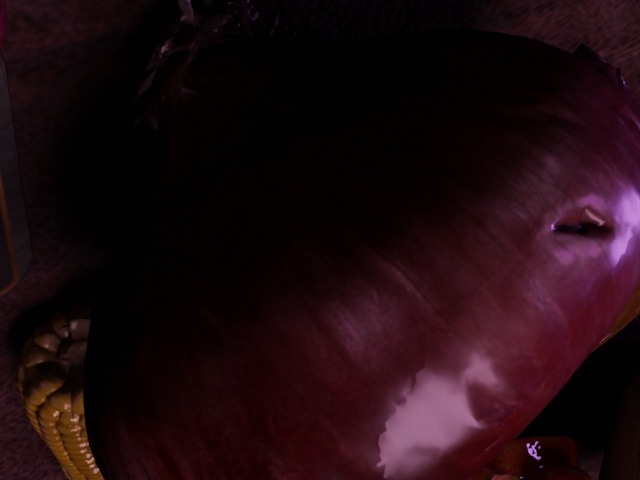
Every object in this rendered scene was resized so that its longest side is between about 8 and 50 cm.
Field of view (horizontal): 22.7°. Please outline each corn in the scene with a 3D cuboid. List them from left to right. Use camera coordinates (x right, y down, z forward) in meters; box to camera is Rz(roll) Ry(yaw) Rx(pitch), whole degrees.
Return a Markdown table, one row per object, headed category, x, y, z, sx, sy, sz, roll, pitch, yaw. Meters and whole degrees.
| category | x | y | z | sx | sy | sz | roll | pitch | yaw |
| --- | --- | --- | --- | --- | --- | --- | --- | --- | --- |
| corn | -0.129 | 0.125 | 1.037 | 0.093 | 0.093 | 0.244 | -25 | 150 | -7 |

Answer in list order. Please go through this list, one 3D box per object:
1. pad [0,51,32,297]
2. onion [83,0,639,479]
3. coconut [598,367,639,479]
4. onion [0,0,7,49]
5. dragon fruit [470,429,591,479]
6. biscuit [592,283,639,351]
| category | x | y | z | sx | sy | sz | roll | pitch | yaw |
| --- | --- | --- | --- | --- | --- | --- | --- | --- | --- |
| pad | -0.314 | 0.021 | 0.753 | 0.375 | 0.063 | 0.315 | -20 | 148 | -16 |
| onion | 0.000 | 0.000 | 0.828 | 0.348 | 0.285 | 0.347 | -36 | -171 | 7 |
| coconut | 0.394 | 0.252 | 1.411 | 0.353 | 0.352 | 0.352 | -21 | 149 | -13 |
| onion | -0.176 | -0.091 | 0.666 | 0.107 | 0.097 | 0.107 | -34 | 138 | -38 |
| dragon fruit | 0.119 | 0.251 | 1.393 | 0.268 | 0.130 | 0.295 | -18 | 148 | -18 |
| biscuit | 0.149 | 0.053 | 1.207 | 0.273 | 0.049 | 0.257 | -38 | 148 | 12 |
